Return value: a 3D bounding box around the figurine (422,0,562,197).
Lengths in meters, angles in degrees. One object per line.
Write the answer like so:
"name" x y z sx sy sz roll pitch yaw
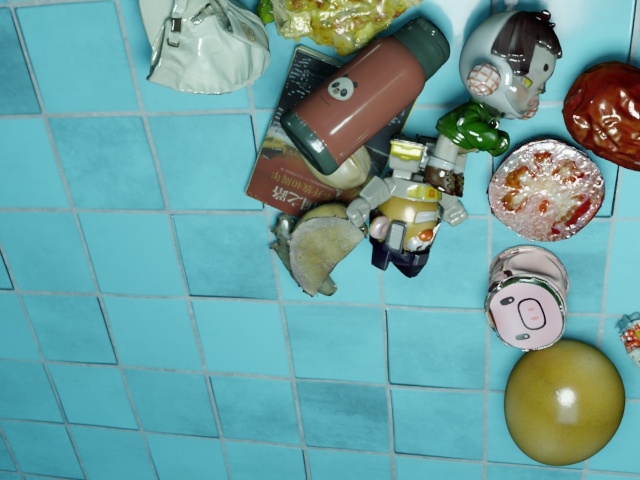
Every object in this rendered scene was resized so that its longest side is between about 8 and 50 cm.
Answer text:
"figurine" 0.305 -0.255 1.306 0.167 0.281 0.369 34 106 28

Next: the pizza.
"pizza" 0.018 -0.434 1.314 0.324 0.089 0.223 15 134 -16

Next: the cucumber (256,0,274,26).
"cucumber" -0.057 -0.490 1.354 0.069 0.069 0.227 37 125 -9

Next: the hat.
"hat" -0.224 -0.442 1.397 0.258 0.168 0.301 -14 93 39

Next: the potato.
"potato" 0.000 0.000 1.588 0.138 0.098 0.243 32 127 -10

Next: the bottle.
"bottle" 0.093 -0.276 1.333 0.336 0.144 0.144 -40 107 -2

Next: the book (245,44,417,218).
"book" 0.012 -0.197 1.536 0.263 0.028 0.373 22 123 -3

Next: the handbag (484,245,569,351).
"handbag" 0.449 0.124 1.568 0.179 0.116 0.205 -17 116 24

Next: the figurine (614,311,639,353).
"figurine" 0.716 0.183 1.565 0.140 0.075 0.068 -31 108 17

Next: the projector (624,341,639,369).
"projector" 0.771 0.245 1.595 0.147 0.061 0.115 -34 106 28

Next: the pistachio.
"pistachio" 0.024 -0.182 1.451 0.185 0.124 0.124 46 120 -8

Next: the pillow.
"pillow" -0.052 0.046 1.685 0.093 0.051 0.241 -21 117 28

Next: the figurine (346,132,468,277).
"figurine" 0.184 -0.074 1.469 0.309 0.143 0.308 -6 115 -12

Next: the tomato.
"tomato" 0.449 -0.110 1.445 0.225 0.085 0.224 8 122 13

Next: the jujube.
"jujube" 0.564 -0.220 1.306 0.251 0.174 0.174 18 124 -10

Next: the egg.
"egg" 0.538 0.367 1.613 0.250 0.250 0.322 11 126 7
